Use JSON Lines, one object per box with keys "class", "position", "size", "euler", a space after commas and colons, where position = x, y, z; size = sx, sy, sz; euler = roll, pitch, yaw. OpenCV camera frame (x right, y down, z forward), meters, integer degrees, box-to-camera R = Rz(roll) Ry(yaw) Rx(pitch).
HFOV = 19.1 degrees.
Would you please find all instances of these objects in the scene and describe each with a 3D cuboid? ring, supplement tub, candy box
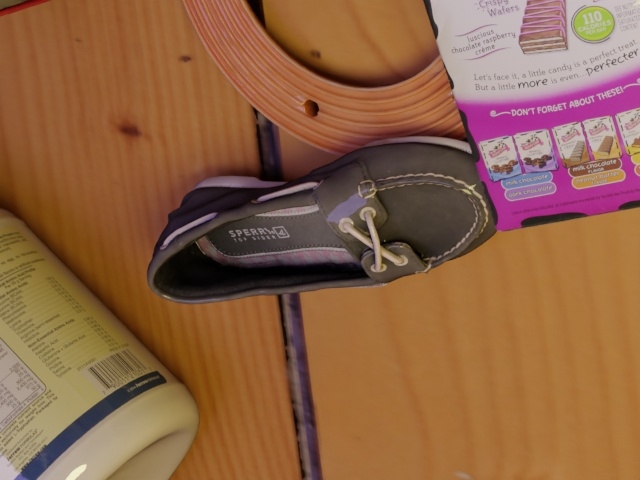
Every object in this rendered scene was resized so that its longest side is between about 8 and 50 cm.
{"class": "ring", "position": [0.021, -0.218, 1.380], "size": [0.336, 0.032, 0.336], "euler": [17, 121, 31]}
{"class": "supplement tub", "position": [-0.290, 0.118, 1.656], "size": [0.325, 0.235, 0.235], "euler": [44, 132, 14]}
{"class": "candy box", "position": [0.163, -0.135, 1.248], "size": [0.159, 0.071, 0.233], "euler": [-10, 109, 27]}

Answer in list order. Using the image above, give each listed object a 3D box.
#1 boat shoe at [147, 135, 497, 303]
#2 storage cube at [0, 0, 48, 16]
{"class": "boat shoe", "position": [0.000, 0.000, 1.441], "size": [0.335, 0.095, 0.112], "euler": [-7, 127, 44]}
{"class": "storage cube", "position": [-0.325, -0.293, 1.518], "size": [0.193, 0.184, 0.215], "euler": [28, 127, 27]}
